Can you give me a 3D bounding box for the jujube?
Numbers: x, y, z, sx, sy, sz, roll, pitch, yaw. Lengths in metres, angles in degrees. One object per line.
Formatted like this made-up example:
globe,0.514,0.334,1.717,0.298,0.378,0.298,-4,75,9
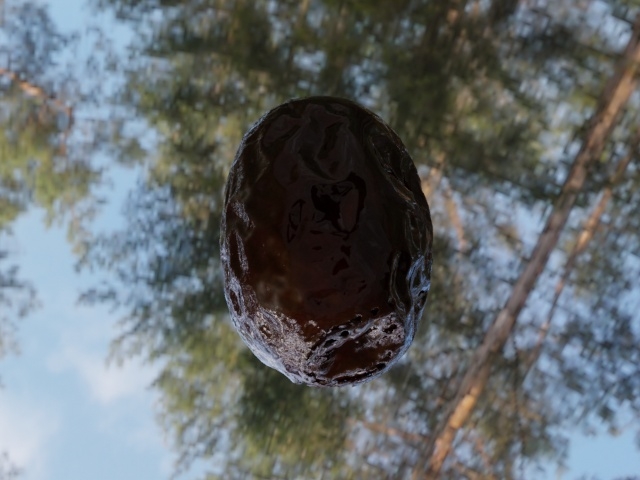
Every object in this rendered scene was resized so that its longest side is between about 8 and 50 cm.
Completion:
jujube,0.000,0.000,1.201,0.183,0.183,0.243,1,-136,-12
